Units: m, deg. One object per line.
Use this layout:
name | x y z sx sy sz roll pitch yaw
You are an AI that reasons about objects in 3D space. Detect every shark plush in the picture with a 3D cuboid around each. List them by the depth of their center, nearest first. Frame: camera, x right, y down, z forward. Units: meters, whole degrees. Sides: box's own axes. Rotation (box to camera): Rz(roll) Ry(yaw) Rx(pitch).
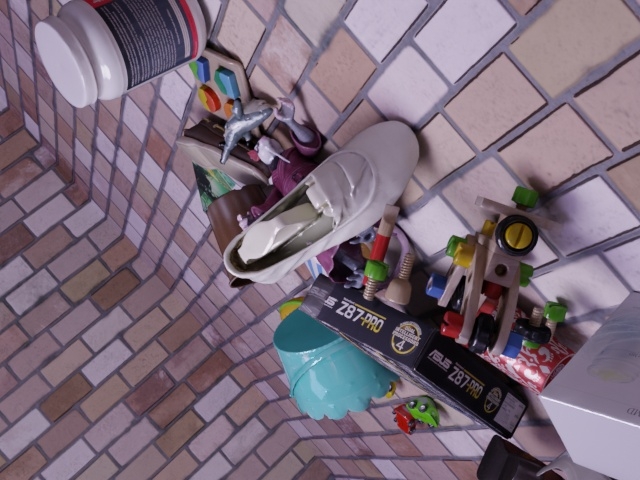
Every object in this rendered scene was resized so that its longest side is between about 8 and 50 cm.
shark plush | -0.158 -0.214 1.667 0.067 0.161 0.073 44 -165 14

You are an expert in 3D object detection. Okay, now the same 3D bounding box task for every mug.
mug | 0.345 0.174 1.429 0.169 0.150 0.113 38 125 37

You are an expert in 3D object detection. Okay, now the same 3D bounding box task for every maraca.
maraca | -0.024 0.196 2.187 0.185 0.099 0.127 -5 139 34

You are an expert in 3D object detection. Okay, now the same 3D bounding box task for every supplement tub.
supplement tub | -0.369 -0.380 1.592 0.191 0.272 0.191 38 146 31

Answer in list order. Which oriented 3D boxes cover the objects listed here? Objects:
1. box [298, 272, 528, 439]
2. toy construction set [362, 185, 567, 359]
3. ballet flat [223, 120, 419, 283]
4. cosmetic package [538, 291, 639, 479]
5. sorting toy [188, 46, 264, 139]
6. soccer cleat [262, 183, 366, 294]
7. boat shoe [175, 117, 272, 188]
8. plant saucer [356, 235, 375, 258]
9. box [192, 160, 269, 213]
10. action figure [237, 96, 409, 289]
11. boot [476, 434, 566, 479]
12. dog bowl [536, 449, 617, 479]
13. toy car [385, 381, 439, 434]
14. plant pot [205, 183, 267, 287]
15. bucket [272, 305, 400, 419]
box | 0.186 0.229 1.659 0.318 0.097 0.395 21 168 47
toy construction set | 0.224 0.013 1.284 0.308 0.257 0.237 21 104 22
ballet flat | -0.009 -0.048 1.391 0.400 0.139 0.139 -38 95 28
cosmetic package | 0.449 0.197 1.090 0.224 0.224 0.138 8 135 58
sorting toy | -0.208 -0.311 1.752 0.193 0.038 0.208 32 153 36
soccer cleat | 0.000 0.000 1.787 0.331 0.116 0.143 52 147 1
boat shoe | -0.195 -0.197 1.832 0.324 0.097 0.117 24 160 50
plant saucer | 0.088 0.010 1.758 0.083 0.015 0.083 40 157 20
box | -0.215 -0.101 2.095 0.232 0.058 0.322 40 156 20
action figure | -0.003 -0.101 1.609 0.275 0.248 0.370 10 -151 -46
boot | 0.451 0.471 1.597 0.280 0.096 0.264 27 167 -3
dog bowl | 0.514 0.446 1.343 0.348 0.102 0.349 31 -167 -8
toy car | 0.227 0.408 2.115 0.225 0.053 0.239 9 136 58
plant pot | -0.142 -0.015 1.720 0.165 0.166 0.167 64 161 11
bucket | 0.035 0.253 1.942 0.281 0.281 0.183 13 134 56
